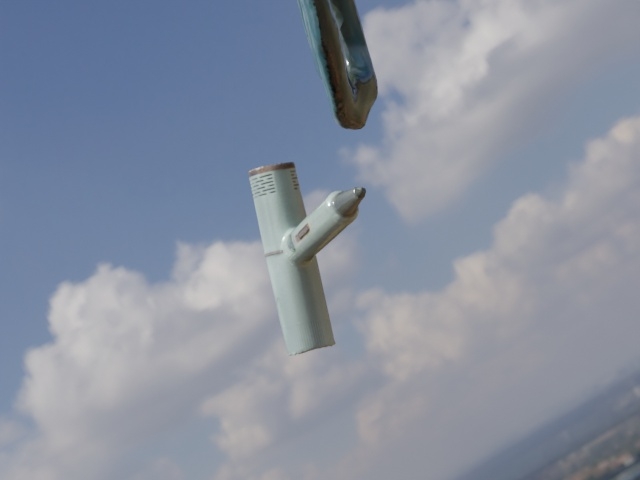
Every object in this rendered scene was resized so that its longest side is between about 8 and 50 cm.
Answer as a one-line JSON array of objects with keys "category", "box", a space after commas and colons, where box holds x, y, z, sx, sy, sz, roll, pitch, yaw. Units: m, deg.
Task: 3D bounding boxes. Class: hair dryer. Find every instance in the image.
[{"category": "hair dryer", "box": [0.003, 0.008, 1.127, 0.044, 0.155, 0.183, -14, 0, -23]}]

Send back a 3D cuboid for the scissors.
[{"category": "scissors", "box": [-0.024, -0.185, 0.528, 0.041, 0.289, 0.138, -12, 18, 4]}]
